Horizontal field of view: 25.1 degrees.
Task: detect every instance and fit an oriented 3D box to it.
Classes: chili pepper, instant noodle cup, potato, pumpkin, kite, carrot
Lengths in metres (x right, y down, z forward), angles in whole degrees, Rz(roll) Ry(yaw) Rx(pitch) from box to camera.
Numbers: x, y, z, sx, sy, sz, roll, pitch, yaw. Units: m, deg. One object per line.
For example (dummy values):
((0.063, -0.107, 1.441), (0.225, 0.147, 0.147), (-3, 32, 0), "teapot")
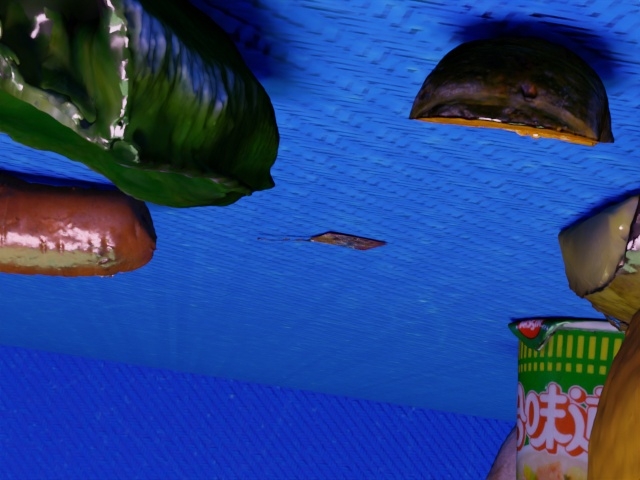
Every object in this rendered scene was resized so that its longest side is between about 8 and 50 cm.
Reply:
((-0.064, -0.046, 0.385), (0.108, 0.062, 0.216), (12, 173, 18), "chili pepper")
((0.222, 0.186, 1.050), (0.207, 0.232, 0.207), (9, 171, 1), "instant noodle cup")
((0.162, 0.022, 0.636), (0.119, 0.054, 0.198), (9, 172, 11), "potato")
((0.055, -0.041, 0.395), (0.050, 0.028, 0.083), (8, 180, 16), "pumpkin")
((0.004, 0.001, 0.811), (0.044, 0.002, 0.078), (15, 168, -39), "kite")
((-0.175, -0.009, 0.740), (0.186, 0.060, 0.060), (6, 172, -4), "carrot")

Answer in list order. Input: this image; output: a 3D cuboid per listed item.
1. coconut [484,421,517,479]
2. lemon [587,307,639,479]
((0.266, 0.227, 1.273), (0.266, 0.237, 0.237), (12, 171, -21), "coconut")
((0.191, 0.080, 0.405), (0.236, 0.236, 0.263), (-1, 148, 48), "lemon")
